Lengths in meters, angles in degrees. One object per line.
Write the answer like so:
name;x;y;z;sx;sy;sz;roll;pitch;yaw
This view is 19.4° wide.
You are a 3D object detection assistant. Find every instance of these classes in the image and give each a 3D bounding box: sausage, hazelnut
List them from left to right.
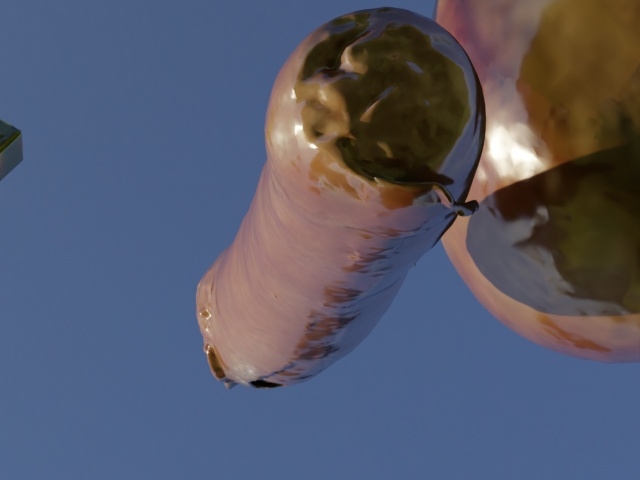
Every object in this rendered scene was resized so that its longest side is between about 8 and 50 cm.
sausage;0.000;0.000;0.877;0.094;0.419;0.094;28;-108;-1
hazelnut;0.221;-0.094;1.127;0.372;0.315;0.372;-21;-27;-11

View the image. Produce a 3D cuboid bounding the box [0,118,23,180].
box;-0.296;-0.064;1.150;0.193;0.121;0.030;26;-39;18
